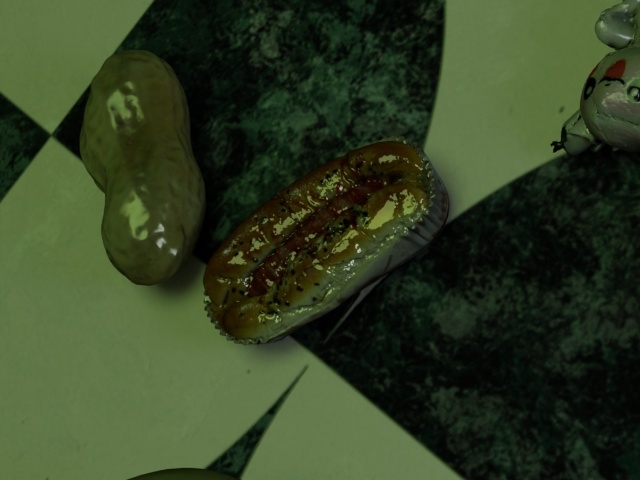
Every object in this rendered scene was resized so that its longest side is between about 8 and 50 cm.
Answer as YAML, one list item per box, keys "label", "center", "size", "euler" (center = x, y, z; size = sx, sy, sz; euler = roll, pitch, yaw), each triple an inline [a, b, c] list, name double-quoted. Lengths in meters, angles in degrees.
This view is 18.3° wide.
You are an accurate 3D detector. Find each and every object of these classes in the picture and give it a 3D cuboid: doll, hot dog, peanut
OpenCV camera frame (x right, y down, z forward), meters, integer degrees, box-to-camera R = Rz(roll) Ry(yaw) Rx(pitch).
- label: "doll"
  center: [0.292, -0.153, 1.749]
  size: [0.149, 0.095, 0.192]
  euler: [17, 78, 47]
- label: "hot dog"
  center: [0.000, 0.000, 1.888]
  size: [0.268, 0.075, 0.144]
  euler: [-38, 52, 16]
- label: "peanut"
  center: [-0.187, -0.073, 2.038]
  size: [0.125, 0.111, 0.274]
  euler: [-29, 52, 25]

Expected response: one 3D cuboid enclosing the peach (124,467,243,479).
- label: "peach"
  center: [-0.119, 0.343, 1.682]
  size: [0.292, 0.247, 0.292]
  euler: [4, 96, 42]
